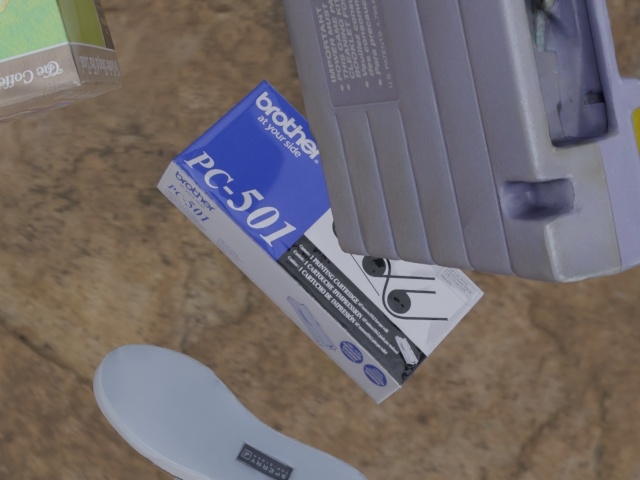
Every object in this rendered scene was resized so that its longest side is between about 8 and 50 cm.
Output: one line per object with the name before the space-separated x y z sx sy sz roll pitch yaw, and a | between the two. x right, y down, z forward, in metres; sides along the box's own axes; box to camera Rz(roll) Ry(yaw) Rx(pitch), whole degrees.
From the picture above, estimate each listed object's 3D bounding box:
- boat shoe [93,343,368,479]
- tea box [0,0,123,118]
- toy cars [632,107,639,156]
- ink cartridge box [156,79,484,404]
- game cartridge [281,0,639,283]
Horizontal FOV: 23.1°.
boat shoe | -0.112 0.259 1.859 0.367 0.156 0.135 28 59 0
tea box | -0.351 -0.272 1.522 0.220 0.329 0.323 -16 95 1
toy cars | 0.173 -0.093 1.260 0.087 0.393 0.176 9 109 -26
ink cartridge box | 0.000 0.000 1.036 0.207 0.046 0.097 44 59 2
game cartridge | 0.033 -0.164 0.650 0.068 0.230 0.355 -14 98 -15
